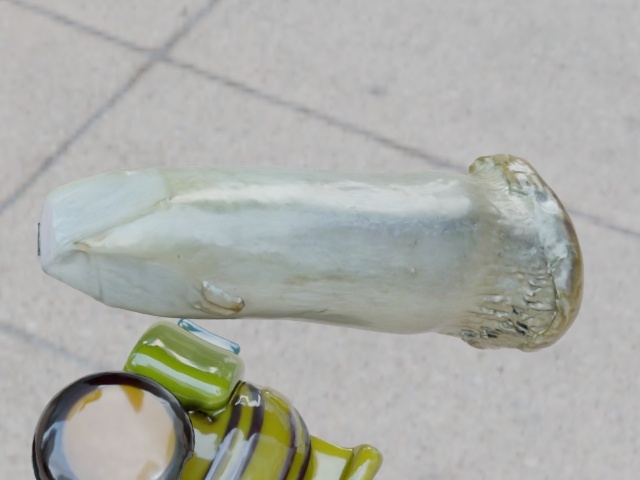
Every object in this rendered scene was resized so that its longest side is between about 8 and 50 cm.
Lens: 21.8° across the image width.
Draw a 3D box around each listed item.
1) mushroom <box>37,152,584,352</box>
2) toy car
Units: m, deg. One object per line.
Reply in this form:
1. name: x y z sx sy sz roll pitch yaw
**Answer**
1. mushroom: 0.000 0.000 0.637 0.209 0.071 0.084 4 65 -22
2. toy car: -0.071 0.160 0.651 0.142 0.200 0.248 27 67 2
